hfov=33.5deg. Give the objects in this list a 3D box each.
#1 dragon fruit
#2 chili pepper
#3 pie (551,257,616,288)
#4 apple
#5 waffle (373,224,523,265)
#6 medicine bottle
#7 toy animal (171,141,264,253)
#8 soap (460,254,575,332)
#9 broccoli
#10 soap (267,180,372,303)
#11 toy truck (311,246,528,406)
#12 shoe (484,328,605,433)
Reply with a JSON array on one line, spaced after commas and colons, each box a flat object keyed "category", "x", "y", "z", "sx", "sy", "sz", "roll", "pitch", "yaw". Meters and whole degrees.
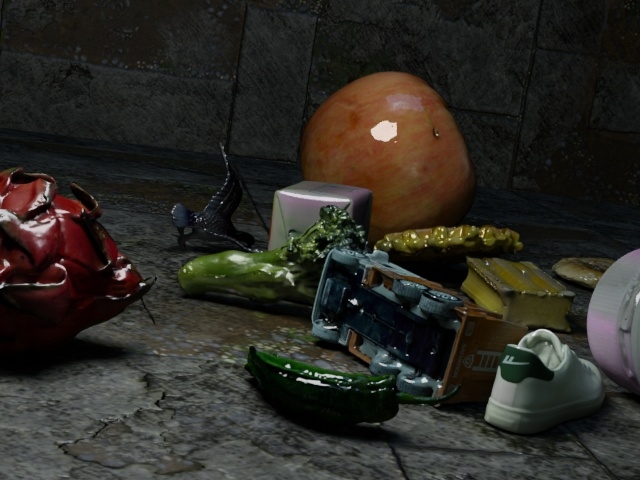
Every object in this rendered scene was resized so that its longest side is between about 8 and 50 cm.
[{"category": "dragon fruit", "x": -0.333, "y": 0.042, "z": 1.271, "sx": 0.293, "sy": 0.233, "sz": 0.234, "roll": 21, "pitch": 8, "yaw": -10}, {"category": "chili pepper", "x": 0.007, "y": 0.167, "z": 1.204, "sx": 0.279, "sy": 0.065, "sz": 0.122, "roll": 10, "pitch": 14, "yaw": 34}, {"category": "pie", "x": 0.576, "y": 0.074, "z": 2.190, "sx": 0.185, "sy": 0.052, "sz": 0.218, "roll": -8, "pitch": 17, "yaw": -41}, {"category": "apple", "x": 0.132, "y": -0.159, "z": 2.233, "sx": 0.347, "sy": 0.391, "sz": 0.391, "roll": -24, "pitch": 7, "yaw": 8}, {"category": "waffle", "x": 0.248, "y": 0.012, "z": 2.037, "sx": 0.282, "sy": 0.058, "sz": 0.301, "roll": -3, "pitch": -7, "yaw": 13}, {"category": "medicine bottle", "x": 0.505, "y": 0.121, "z": 1.325, "sx": 0.256, "sy": 0.256, "sz": 0.325, "roll": 5, "pitch": 2, "yaw": -18}, {"category": "toy animal", "x": -0.190, "y": -0.032, "z": 1.984, "sx": 0.160, "sy": 0.272, "sz": 0.197, "roll": -9, "pitch": -26, "yaw": -3}, {"category": "soap", "x": 0.338, "y": 0.091, "z": 1.843, "sx": 0.135, "sy": 0.076, "sz": 0.233, "roll": 5, "pitch": 11, "yaw": -11}, {"category": "broccoli", "x": -0.072, "y": 0.040, "z": 1.618, "sx": 0.304, "sy": 0.164, "sz": 0.145, "roll": -9, "pitch": 34, "yaw": 10}, {"category": "soap", "x": 0.000, "y": 0.000, "z": 1.774, "sx": 0.139, "sy": 0.182, "sz": 0.199, "roll": 10, "pitch": 10, "yaw": 12}, {"category": "toy truck", "x": 0.126, "y": 0.110, "z": 1.428, "sx": 0.162, "sy": 0.136, "sz": 0.305, "roll": 9, "pitch": 11, "yaw": -35}, {"category": "shoe", "x": 0.296, "y": 0.163, "z": 1.335, "sx": 0.095, "sy": 0.110, "sz": 0.265, "roll": 14, "pitch": 14, "yaw": 32}]
